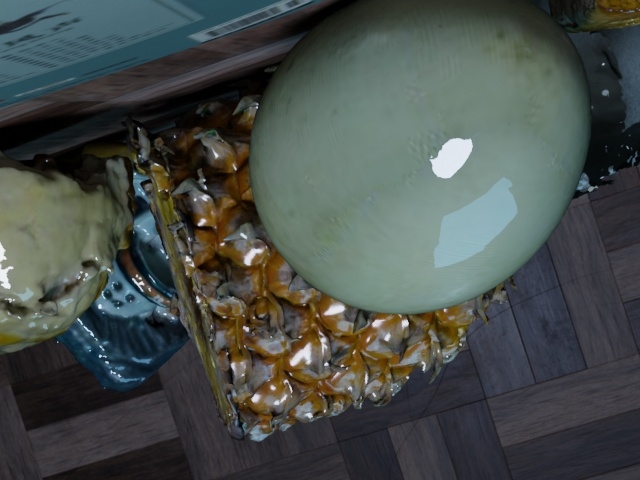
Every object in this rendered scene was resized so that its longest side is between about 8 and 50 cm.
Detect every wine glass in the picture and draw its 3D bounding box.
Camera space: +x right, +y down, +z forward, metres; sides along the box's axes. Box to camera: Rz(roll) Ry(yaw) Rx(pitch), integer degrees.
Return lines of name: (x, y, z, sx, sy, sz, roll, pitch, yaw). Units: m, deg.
wine glass: (0.244, -0.153, 1.217, 0.190, 0.190, 0.357, -16, -172, 42)

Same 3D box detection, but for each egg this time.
egg: (0.069, -0.067, 0.997, 0.218, 0.218, 0.295, -19, 170, -24)

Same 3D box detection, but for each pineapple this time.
pineapple: (-0.001, -0.003, 1.334, 0.300, 0.352, 0.352, -25, -177, -7)

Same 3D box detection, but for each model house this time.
model house: (-0.173, -0.016, 1.568, 0.291, 0.253, 0.184, -36, -172, 25)

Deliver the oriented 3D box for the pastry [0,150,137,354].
pastry: (-0.272, 0.013, 1.175, 0.256, 0.170, 0.237, -11, -178, 26)

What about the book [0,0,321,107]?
book: (-0.110, -0.082, 0.520, 0.264, 0.031, 0.379, -19, -178, 3)

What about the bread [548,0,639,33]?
bread: (0.198, -0.185, 1.010, 0.070, 0.076, 0.083, -7, 180, -15)
